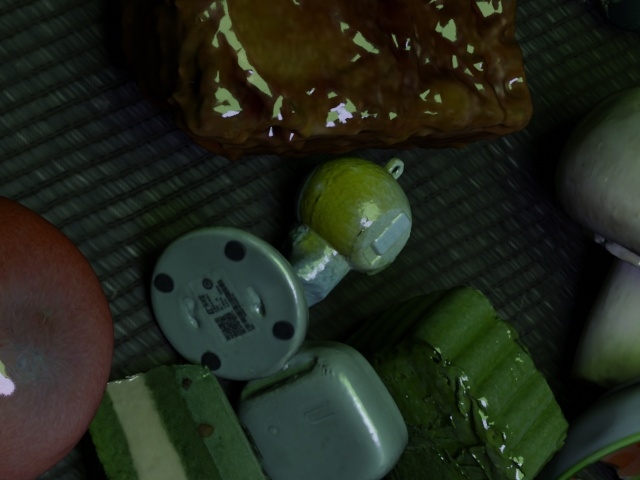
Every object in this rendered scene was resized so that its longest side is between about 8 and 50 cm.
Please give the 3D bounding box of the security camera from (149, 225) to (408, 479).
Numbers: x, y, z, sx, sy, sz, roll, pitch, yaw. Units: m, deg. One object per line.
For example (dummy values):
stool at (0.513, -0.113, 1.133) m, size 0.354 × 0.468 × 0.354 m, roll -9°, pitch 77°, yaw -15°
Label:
security camera at (-0.040, 0.109, 1.845) m, size 0.301 × 0.157 × 0.080 m, roll 57°, pitch 33°, yaw -12°

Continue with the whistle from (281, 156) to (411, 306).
whistle at (0.000, 0.000, 1.912) m, size 0.223 × 0.123 × 0.123 m, roll -47°, pitch 113°, yaw -7°

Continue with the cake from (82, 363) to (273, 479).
cake at (-0.128, 0.273, 1.805) m, size 0.158 × 0.172 × 0.283 m, roll -13°, pitch 60°, yaw -23°

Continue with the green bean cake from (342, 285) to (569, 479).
green bean cake at (0.118, 0.155, 1.902) m, size 0.113 × 0.214 × 0.200 m, roll -39°, pitch 103°, yaw -33°

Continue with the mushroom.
mushroom at (0.375, 0.014, 2.076) m, size 0.314 × 0.314 × 0.336 m, roll 13°, pitch 100°, yaw -33°

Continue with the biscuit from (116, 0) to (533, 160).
biscuit at (-0.001, -0.246, 1.866) m, size 0.395 × 0.166 × 0.343 m, roll -1°, pitch 80°, yaw -35°

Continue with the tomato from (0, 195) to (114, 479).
tomato at (-0.295, 0.086, 1.627) m, size 0.256 × 0.224 × 0.256 m, roll 14°, pitch 69°, yaw -41°

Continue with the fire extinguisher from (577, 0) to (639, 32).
fire extinguisher at (0.400, -0.278, 2.205) m, size 0.311 × 0.095 × 0.114 m, roll 0°, pitch 42°, yaw -36°

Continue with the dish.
dish at (0.367, 0.214, 2.046) m, size 0.324 × 0.324 × 0.124 m, roll 15°, pitch 48°, yaw -32°
